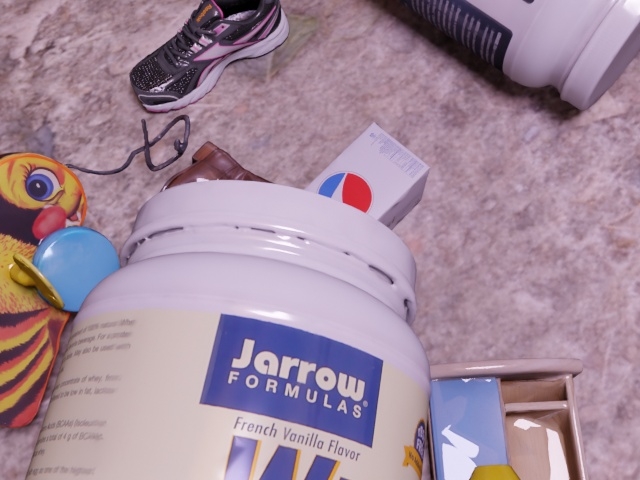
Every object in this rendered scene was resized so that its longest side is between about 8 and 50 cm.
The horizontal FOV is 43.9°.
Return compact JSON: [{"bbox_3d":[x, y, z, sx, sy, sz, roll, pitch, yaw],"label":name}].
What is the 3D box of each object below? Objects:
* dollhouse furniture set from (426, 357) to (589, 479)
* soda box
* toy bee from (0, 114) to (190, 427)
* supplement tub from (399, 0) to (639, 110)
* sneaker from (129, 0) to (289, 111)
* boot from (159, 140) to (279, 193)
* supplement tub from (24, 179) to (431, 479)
[{"bbox_3d":[0.197,0.151,0.518,0.286,0.303,0.198,-3,69,0],"label":"dollhouse furniture set"},{"bbox_3d":[0.000,0.000,0.704,0.069,0.074,0.216,42,74,15],"label":"soda box"},{"bbox_3d":[-0.255,-0.008,0.667,0.195,0.162,0.298,-18,49,42],"label":"toy bee"},{"bbox_3d":[0.185,-0.267,0.743,0.272,0.191,0.191,39,74,15],"label":"supplement tub"},{"bbox_3d":[-0.115,-0.203,0.785,0.178,0.077,0.072,-38,71,-12],"label":"sneaker"},{"bbox_3d":[-0.088,-0.027,0.740,0.114,0.037,0.106,34,75,9],"label":"boot"},{"bbox_3d":[-0.057,0.152,0.481,0.235,0.235,0.325,8,63,4],"label":"supplement tub"}]
